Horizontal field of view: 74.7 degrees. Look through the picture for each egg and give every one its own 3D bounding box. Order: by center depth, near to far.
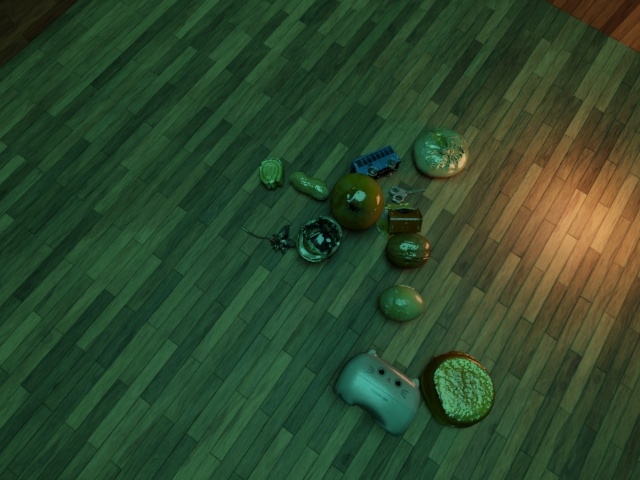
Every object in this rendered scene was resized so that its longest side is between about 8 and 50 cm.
[{"bbox_3d":[0.356,0.279,1.847,0.201,0.164,0.165,8,73,8],"label":"egg"}]

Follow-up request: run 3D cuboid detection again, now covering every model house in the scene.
[{"bbox_3d":[0.370,-0.106,1.978,0.219,0.136,0.208,2,73,-2],"label":"model house"}]

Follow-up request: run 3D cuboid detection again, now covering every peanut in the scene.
[{"bbox_3d":[-0.053,-0.269,2.033,0.214,0.090,0.099,24,86,4],"label":"peanut"}]

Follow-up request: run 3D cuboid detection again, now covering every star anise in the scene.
[{"bbox_3d":[-0.217,-0.031,1.898,0.218,0.227,0.148,7,79,11],"label":"star anise"}]

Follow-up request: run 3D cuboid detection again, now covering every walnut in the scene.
[{"bbox_3d":[0.402,0.046,1.921,0.207,0.167,0.168,6,73,4],"label":"walnut"}]

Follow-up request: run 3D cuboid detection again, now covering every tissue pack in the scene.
[{"bbox_3d":[0.234,0.605,1.708,0.333,0.229,0.236,34,75,7],"label":"tissue pack"}]

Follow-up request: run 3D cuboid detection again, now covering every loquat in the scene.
[{"bbox_3d":[0.167,-0.178,1.926,0.262,0.263,0.263,1,73,-2],"label":"loquat"}]

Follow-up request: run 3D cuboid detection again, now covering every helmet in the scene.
[{"bbox_3d":[0.000,0.000,1.935,0.224,0.130,0.198,-45,75,-2],"label":"helmet"}]

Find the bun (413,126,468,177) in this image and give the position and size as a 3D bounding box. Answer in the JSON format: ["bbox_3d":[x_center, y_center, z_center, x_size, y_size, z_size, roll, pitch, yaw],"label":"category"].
[{"bbox_3d":[0.605,-0.450,2.088,0.287,0.146,0.288,1,72,-4],"label":"bun"}]

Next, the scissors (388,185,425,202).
[{"bbox_3d":[0.434,-0.239,2.081,0.188,0.015,0.100,-11,64,-11],"label":"scissors"}]

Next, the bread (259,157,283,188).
[{"bbox_3d":[-0.239,-0.327,2.057,0.117,0.064,0.157,0,74,2],"label":"bread"}]

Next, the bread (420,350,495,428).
[{"bbox_3d":[0.579,0.620,1.749,0.311,0.172,0.313,0,72,0],"label":"bread"}]

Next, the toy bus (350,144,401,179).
[{"bbox_3d":[0.262,-0.365,2.065,0.233,0.116,0.134,-24,76,-11],"label":"toy bus"}]
